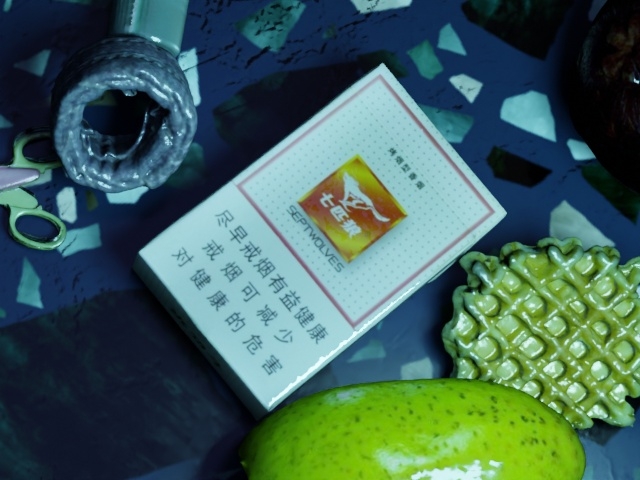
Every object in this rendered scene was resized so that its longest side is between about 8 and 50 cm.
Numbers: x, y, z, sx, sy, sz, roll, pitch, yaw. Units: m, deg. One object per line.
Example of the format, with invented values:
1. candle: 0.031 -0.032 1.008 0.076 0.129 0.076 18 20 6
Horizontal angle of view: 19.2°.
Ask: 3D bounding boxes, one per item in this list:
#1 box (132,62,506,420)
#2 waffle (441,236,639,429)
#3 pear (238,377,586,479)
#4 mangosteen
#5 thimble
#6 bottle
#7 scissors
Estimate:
1. box: 0.000 0.000 1.941 0.330 0.095 0.210 -39 87 -14
2. waffle: 0.234 0.095 1.959 0.223 0.054 0.204 0 102 -8
3. pear: 0.117 0.272 1.833 0.318 0.238 0.342 -28 84 -6
4. mangosteen: 0.412 -0.164 1.979 0.287 0.287 0.233 0 118 -9
5. thimble: -0.200 -0.128 1.906 0.150 0.098 0.150 -4 118 -7
6. bottle: -0.166 -0.332 1.991 0.082 0.082 0.286 10 77 -7
7. scissors: -0.348 -0.060 1.934 0.187 0.020 0.134 4 74 -10
